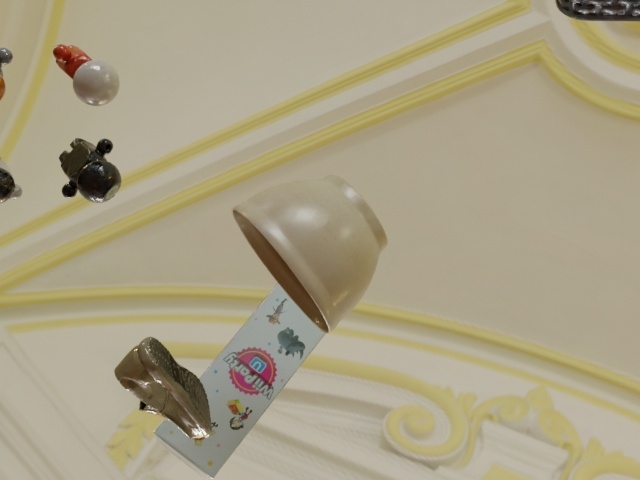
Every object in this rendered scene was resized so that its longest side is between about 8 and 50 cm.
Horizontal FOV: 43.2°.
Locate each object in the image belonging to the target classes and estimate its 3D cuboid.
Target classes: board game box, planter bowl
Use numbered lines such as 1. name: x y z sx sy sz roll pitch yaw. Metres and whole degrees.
1. board game box: -0.094 0.178 1.117 0.097 0.303 0.224 37 -20 2
2. planter bowl: 0.000 0.000 0.835 0.109 0.162 0.162 -37 -86 -10

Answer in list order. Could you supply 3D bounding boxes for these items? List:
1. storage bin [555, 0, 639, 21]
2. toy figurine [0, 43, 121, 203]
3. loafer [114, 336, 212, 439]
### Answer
1. storage bin: 0.214 -0.222 0.488 0.122 0.180 0.084 7 -33 20
2. toy figurine: -0.371 -0.150 1.065 0.148 0.210 0.213 39 -52 50
3. loafer: -0.153 0.150 0.799 0.050 0.056 0.148 -21 -51 7
